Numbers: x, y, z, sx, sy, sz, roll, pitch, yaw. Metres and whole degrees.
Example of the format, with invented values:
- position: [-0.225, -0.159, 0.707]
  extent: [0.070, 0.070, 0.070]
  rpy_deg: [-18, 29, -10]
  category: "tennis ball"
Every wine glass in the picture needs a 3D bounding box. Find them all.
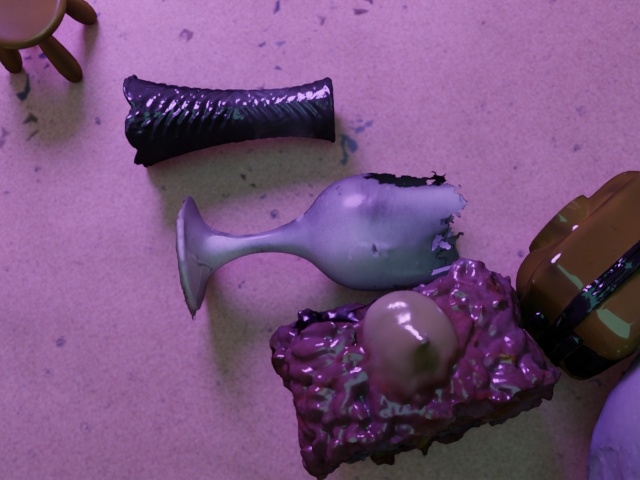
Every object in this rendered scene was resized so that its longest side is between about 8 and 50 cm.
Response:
- position: [0.000, 0.000, 0.846]
  extent: [0.321, 0.143, 0.143]
  rpy_deg: [-7, 79, -1]
  category: "wine glass"

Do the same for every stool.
- position: [-0.345, -0.262, 0.927]
  extent: [0.134, 0.110, 0.135]
  rpy_deg: [-35, 80, -3]
  category: "stool"

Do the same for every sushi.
- position: [0.092, 0.124, 0.771]
  extent: [0.270, 0.236, 0.171]
  rpy_deg: [-17, 70, 3]
  category: "sushi"

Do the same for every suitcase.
- position: [0.309, 0.024, 0.791]
  extent: [0.235, 0.194, 0.143]
  rpy_deg: [-39, 72, -9]
  category: "suitcase"

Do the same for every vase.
- position: [-0.102, -0.147, 0.898]
  extent: [0.237, 0.115, 0.115]
  rpy_deg: [-5, 79, -1]
  category: "vase"

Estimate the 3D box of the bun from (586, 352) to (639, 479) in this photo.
- position: [0.422, 0.224, 0.705]
  extent: [0.354, 0.194, 0.354]
  rpy_deg: [-3, 103, -11]
  category: "bun"
